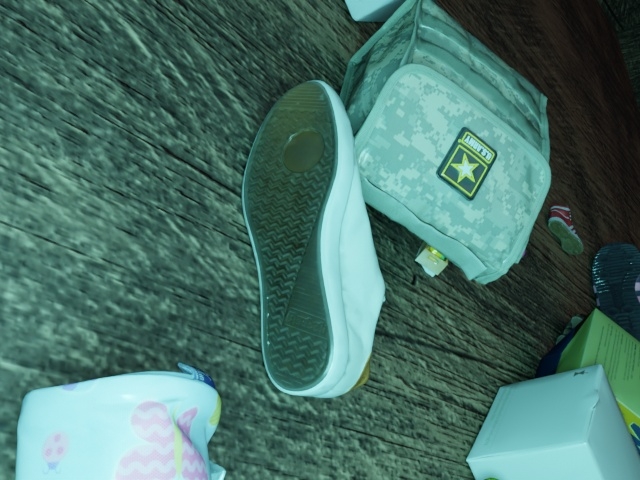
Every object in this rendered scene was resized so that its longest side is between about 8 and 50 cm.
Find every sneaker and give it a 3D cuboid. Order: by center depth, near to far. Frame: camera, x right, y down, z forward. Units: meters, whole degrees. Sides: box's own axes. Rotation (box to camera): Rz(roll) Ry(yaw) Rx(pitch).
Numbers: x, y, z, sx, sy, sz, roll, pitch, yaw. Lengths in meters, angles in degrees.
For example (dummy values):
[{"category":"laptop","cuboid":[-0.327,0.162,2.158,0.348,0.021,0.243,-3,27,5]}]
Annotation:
[{"category":"sneaker","cuboid":[0.000,0.000,0.686,0.123,0.106,0.290,25,62,-57]},{"category":"sneaker","cuboid":[0.506,-0.026,1.514,0.118,0.042,0.067,45,42,-30]},{"category":"sneaker","cuboid":[0.655,0.143,1.607,0.319,0.112,0.131,-70,147,-44]}]

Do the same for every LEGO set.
[{"category":"LEGO set","cuboid":[0.224,-0.033,1.026,0.287,0.107,0.132,-3,75,-57]}]

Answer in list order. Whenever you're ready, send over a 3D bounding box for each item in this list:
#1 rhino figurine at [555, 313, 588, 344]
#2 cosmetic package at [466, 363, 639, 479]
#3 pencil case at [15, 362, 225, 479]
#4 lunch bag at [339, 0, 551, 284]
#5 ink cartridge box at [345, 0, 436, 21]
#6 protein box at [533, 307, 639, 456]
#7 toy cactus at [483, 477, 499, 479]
[{"category":"rhino figurine","cuboid":[0.490,0.242,1.305,0.106,0.073,0.243,-14,85,-56]},{"category":"cosmetic package","cuboid":[0.342,0.369,0.924,0.197,0.155,0.365,-33,99,-58]},{"category":"pencil case","cuboid":[-0.104,0.206,0.383,0.124,0.114,0.273,53,29,-60]},{"category":"lunch bag","cuboid":[0.138,-0.113,0.852,0.235,0.169,0.287,33,44,-19]},{"category":"ink cartridge box","cuboid":[0.152,-0.451,1.007,0.197,0.270,0.198,-32,99,-60]},{"category":"protein box","cuboid":[0.426,0.245,1.072,0.201,0.136,0.200,39,32,7]},{"category":"toy cactus","cuboid":[0.220,0.341,0.749,0.112,0.180,0.219,15,53,-30]}]
